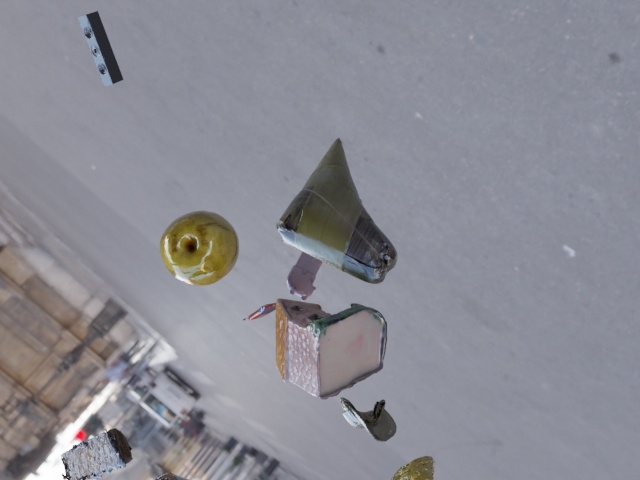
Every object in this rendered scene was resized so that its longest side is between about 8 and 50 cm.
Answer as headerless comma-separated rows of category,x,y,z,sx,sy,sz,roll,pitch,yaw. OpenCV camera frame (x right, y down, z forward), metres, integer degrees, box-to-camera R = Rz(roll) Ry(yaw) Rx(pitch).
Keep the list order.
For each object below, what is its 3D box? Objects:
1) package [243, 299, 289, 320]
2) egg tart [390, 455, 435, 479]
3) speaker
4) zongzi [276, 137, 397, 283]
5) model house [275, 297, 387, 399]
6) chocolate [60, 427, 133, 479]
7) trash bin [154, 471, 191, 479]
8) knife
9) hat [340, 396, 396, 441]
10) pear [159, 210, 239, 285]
package,-0.178,0.226,2.479,0.200,0.083,0.022,-36,70,56
egg tart,0.190,0.496,1.574,0.052,0.130,0.130,50,170,33
speaker,-0.594,-0.519,2.083,0.040,0.046,0.191,-3,114,36
zongzi,0.087,-0.079,1.815,0.289,0.317,0.154,26,160,12
model house,0.005,0.237,1.926,0.237,0.237,0.202,18,119,45
chocolate,-0.549,0.528,1.874,0.329,0.065,0.102,-31,82,44
trash bin,-0.299,0.716,1.888,0.262,0.217,0.277,29,133,-26
knife,0.000,0.000,2.301,0.132,0.398,0.038,26,153,3
hat,0.120,0.490,2.058,0.147,0.085,0.175,13,-159,-26
pear,-0.317,0.019,2.039,0.209,0.209,0.209,35,161,14
